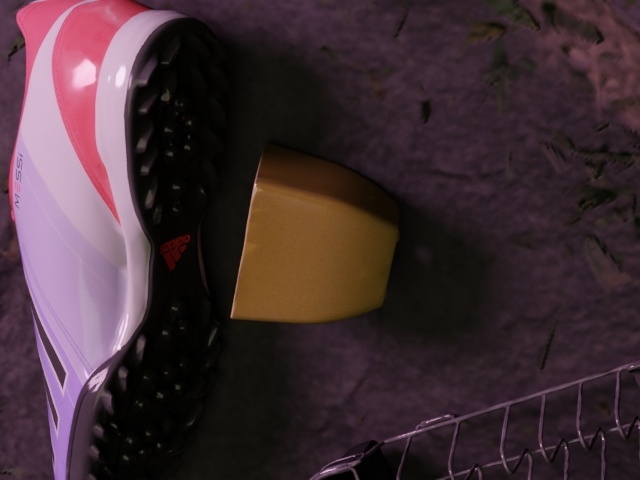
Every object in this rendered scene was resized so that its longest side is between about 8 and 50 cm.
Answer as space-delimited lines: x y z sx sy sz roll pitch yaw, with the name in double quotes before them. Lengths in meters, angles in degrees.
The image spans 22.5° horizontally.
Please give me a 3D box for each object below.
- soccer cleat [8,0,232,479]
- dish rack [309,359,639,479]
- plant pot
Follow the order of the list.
"soccer cleat" -0.127 0.015 0.927 0.116 0.109 0.318 20 116 31
"dish rack" 0.149 0.177 0.911 0.272 0.074 0.208 -20 102 19
"plant pot" 0.000 0.000 0.893 0.083 0.081 0.081 10 110 -1
